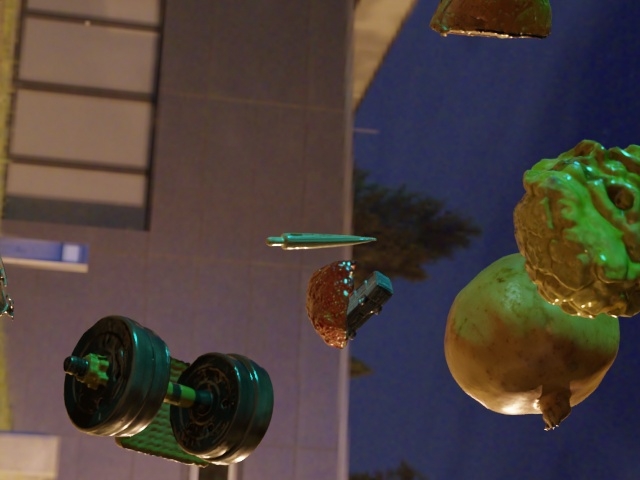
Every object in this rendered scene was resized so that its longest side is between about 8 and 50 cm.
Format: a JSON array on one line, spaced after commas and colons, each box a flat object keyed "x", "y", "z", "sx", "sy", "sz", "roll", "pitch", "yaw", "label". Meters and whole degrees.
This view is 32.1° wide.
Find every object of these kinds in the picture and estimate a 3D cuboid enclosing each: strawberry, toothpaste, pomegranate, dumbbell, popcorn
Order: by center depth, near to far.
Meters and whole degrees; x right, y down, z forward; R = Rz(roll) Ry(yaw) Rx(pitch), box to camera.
[{"x": 0.383, "y": -0.031, "z": 1.604, "sx": 0.174, "sy": 0.225, "sz": 0.286, "roll": -36, "pitch": -148, "yaw": 56, "label": "popcorn"}, {"x": 0.018, "y": 0.105, "z": 1.725, "sx": 0.187, "sy": 0.082, "sz": 0.146, "roll": -97, "pitch": -174, "yaw": -74, "label": "strawberry"}, {"x": -0.233, "y": 0.236, "z": 1.725, "sx": 0.185, "sy": 0.388, "sz": 0.185, "roll": -22, "pitch": -123, "yaw": 37, "label": "dumbbell"}, {"x": 0.409, "y": 0.199, "z": 2.112, "sx": 0.342, "sy": 0.342, "sz": 0.342, "roll": -175, "pitch": -90, "yaw": -80, "label": "pomegranate"}, {"x": 0.000, "y": 0.000, "z": 2.470, "sx": 0.067, "sy": 0.255, "sz": 0.037, "roll": -179, "pitch": -92, "yaw": -65, "label": "toothpaste"}]

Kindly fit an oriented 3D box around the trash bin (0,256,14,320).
[{"x": -0.644, "y": 0.171, "z": 1.734, "sx": 0.368, "sy": 0.296, "sz": 0.256, "roll": -106, "pitch": -166, "yaw": -48, "label": "trash bin"}]

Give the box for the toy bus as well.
[{"x": 0.069, "y": 0.131, "z": 2.108, "sx": 0.166, "sy": 0.047, "sz": 0.065, "roll": -45, "pitch": -153, "yaw": 25, "label": "toy bus"}]

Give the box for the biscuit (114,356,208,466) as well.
[{"x": -0.254, "y": 0.294, "z": 1.935, "sx": 0.254, "sy": 0.029, "sz": 0.172, "roll": 31, "pitch": 68, "yaw": -52, "label": "biscuit"}]

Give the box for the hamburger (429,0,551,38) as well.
[{"x": 0.216, "y": -0.291, "z": 1.327, "sx": 0.087, "sy": 0.176, "sz": 0.102, "roll": 37, "pitch": -56, "yaw": 50, "label": "hamburger"}]
